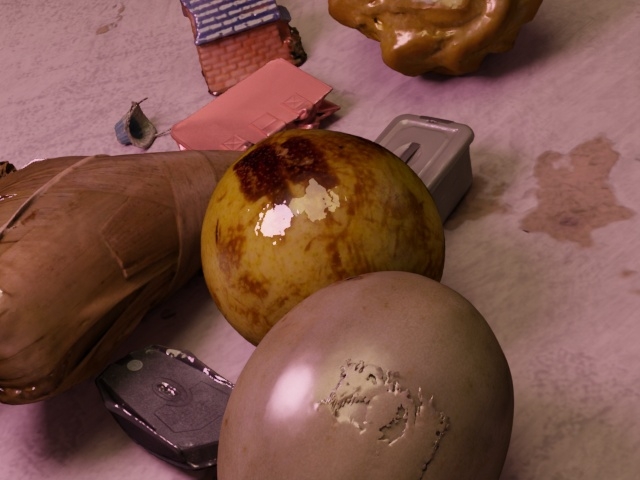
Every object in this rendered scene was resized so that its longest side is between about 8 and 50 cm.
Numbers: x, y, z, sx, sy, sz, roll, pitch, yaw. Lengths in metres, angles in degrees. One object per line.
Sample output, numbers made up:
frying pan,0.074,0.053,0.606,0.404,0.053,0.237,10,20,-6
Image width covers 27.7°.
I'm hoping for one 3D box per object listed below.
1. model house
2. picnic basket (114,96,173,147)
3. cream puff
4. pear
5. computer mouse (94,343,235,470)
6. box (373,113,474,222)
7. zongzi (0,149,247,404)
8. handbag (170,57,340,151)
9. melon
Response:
model house,-0.136,-0.358,2.009,0.166,0.172,0.183,-22,39,-2
picnic basket,-0.269,-0.175,1.938,0.083,0.065,0.083,-21,32,24
cream puff,0.175,-0.355,1.871,0.323,0.270,0.274,-13,74,7
pear,0.000,0.000,1.471,0.283,0.284,0.284,-11,40,9
computer mouse,-0.162,0.198,1.468,0.231,0.071,0.126,26,42,33
box,0.117,-0.073,1.648,0.124,0.093,0.172,15,50,34
zongzi,-0.213,0.021,1.505,0.466,0.218,0.500,-16,23,6
handbag,-0.094,-0.167,1.864,0.212,0.059,0.157,-37,42,-18
melon,0.041,0.186,1.247,0.268,0.268,0.330,21,61,37
